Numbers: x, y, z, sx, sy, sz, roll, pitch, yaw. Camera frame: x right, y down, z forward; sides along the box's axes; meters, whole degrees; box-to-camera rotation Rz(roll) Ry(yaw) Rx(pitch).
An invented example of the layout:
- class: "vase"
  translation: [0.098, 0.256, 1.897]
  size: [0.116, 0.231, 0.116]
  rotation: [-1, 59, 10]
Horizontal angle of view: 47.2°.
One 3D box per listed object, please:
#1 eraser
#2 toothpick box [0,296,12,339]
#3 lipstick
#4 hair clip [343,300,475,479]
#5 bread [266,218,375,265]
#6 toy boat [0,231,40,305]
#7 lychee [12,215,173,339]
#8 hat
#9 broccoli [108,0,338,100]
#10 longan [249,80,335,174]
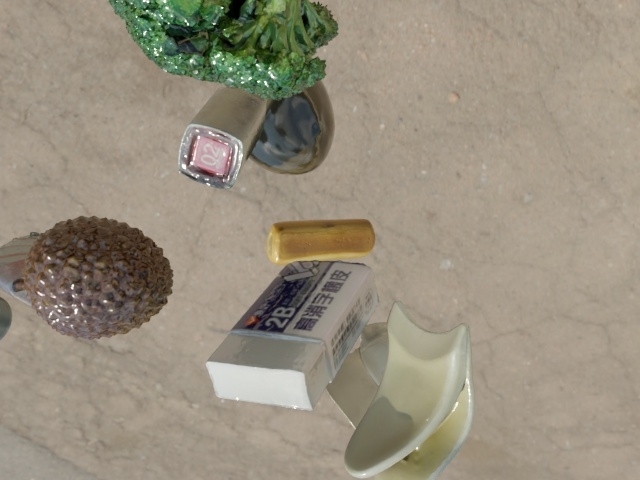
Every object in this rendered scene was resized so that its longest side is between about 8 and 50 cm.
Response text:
- class: "eraser"
  translation: [-0.026, 0.103, 0.848]
  size: [0.124, 0.210, 0.068]
  rotation: [3, 120, 24]
- class: "toothpick box"
  translation: [-0.322, 0.062, 0.656]
  size: [0.052, 0.052, 0.083]
  rotation: [1, 159, 13]
- class: "lipstick"
  translation: [-0.112, -0.162, 0.973]
  size: [0.077, 0.253, 0.079]
  rotation: [19, 123, -1]
- class: "hair clip"
  translation: [0.130, 0.245, 1.037]
  size: [0.113, 0.282, 0.172]
  rotation: [31, 171, -29]
- class: "bread"
  translation: [0.000, 0.000, 1.549]
  size: [0.239, 0.074, 0.092]
  rotation: [-3, 103, -27]
- class: "toy boat"
  translation: [-0.536, 0.037, 1.383]
  size: [0.206, 0.282, 0.096]
  rotation: [5, 111, -33]
- class: "lychee"
  translation: [-0.336, 0.055, 1.078]
  size: [0.238, 0.200, 0.200]
  rotation: [-3, 136, 8]
- class: "hat"
  translation: [0.130, 0.265, 1.393]
  size: [0.164, 0.226, 0.219]
  rotation: [-41, 83, 29]
- class: "broccoli"
  translation: [-0.069, -0.273, 0.668]
  size: [0.254, 0.269, 0.269]
  rotation: [26, 137, -31]
- class: "longan"
  translation: [-0.071, -0.222, 1.313]
  size: [0.196, 0.196, 0.220]
  rotation: [-16, 114, 28]
